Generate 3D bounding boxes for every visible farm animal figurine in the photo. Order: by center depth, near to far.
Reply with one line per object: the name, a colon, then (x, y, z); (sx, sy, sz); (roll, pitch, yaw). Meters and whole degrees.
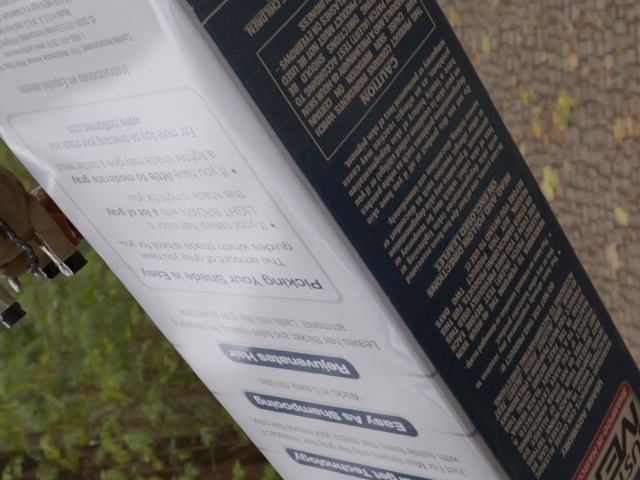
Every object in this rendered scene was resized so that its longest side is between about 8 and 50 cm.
farm animal figurine: (-0.343, 0.006, 0.971); (0.327, 0.330, 0.172); (-23, 110, 49)

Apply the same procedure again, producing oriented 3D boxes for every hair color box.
hair color box: (0.000, 0.000, 0.475); (0.174, 0.105, 0.347); (1, 134, 47)
